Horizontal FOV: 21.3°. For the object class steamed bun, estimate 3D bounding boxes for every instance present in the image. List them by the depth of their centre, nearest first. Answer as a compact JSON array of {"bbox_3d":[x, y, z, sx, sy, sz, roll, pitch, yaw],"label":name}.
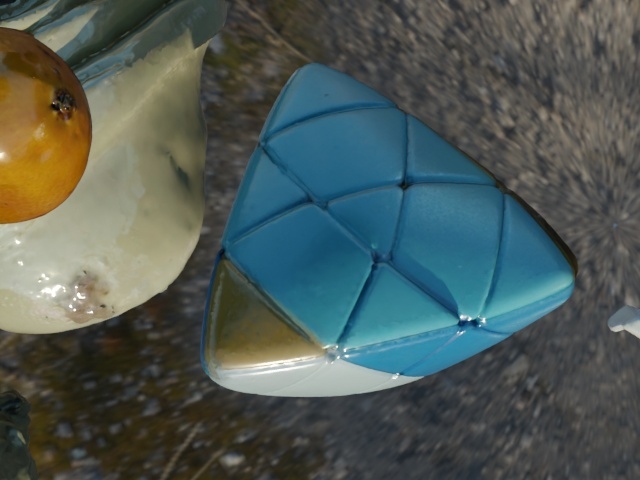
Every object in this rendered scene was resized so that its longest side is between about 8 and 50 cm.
[{"bbox_3d":[-0.244,-0.110,1.201,0.310,0.219,0.324,-1,66,25],"label":"steamed bun"}]

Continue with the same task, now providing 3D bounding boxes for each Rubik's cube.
[{"bbox_3d":[0.000,0.000,1.137,0.254,0.254,0.254,0,91,10],"label":"Rubik's cube"}]

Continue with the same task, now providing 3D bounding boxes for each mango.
[{"bbox_3d":[-0.173,-0.056,0.856,0.105,0.159,0.084,38,68,-28],"label":"mango"}]

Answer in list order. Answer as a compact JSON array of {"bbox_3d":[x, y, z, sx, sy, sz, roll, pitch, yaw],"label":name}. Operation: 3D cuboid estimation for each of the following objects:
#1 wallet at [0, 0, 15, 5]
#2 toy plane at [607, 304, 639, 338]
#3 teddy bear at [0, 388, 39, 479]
[{"bbox_3d":[-0.358,-0.115,0.883,0.379,0.191,0.046,-21,124,-27],"label":"wallet"},{"bbox_3d":[0.345,0.105,1.371,0.252,0.252,0.118,29,98,8],"label":"toy plane"},{"bbox_3d":[-0.323,0.282,1.310,0.224,0.357,0.367,10,75,-3],"label":"teddy bear"}]
